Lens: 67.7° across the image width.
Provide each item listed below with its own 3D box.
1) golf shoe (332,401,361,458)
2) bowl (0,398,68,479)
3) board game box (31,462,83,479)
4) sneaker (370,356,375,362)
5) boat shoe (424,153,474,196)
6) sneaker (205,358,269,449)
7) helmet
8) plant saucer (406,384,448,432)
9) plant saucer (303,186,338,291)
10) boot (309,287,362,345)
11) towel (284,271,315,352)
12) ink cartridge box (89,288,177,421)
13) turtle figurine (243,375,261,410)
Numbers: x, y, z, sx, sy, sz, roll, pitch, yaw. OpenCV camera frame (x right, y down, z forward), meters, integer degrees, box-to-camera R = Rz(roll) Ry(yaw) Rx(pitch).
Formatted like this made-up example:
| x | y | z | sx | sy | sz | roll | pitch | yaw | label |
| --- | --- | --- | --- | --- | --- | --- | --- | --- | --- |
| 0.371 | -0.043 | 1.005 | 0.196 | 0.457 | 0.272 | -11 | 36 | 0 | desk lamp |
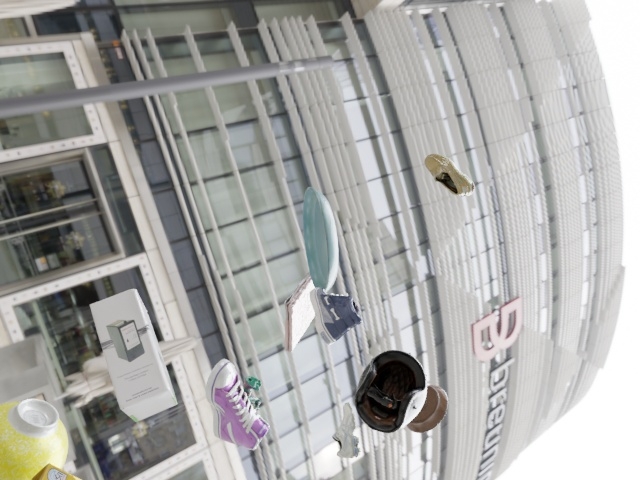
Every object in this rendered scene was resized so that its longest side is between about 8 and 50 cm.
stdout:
| x | y | z | sx | sy | sz | roll | pitch | yaw | label |
| --- | --- | --- | --- | --- | --- | --- | --- | --- | --- |
| 0.078 | 0.614 | 1.550 | 0.069 | 0.086 | 0.176 | 86 | -2 | -49 | golf shoe |
| -0.833 | 0.544 | 1.341 | 0.289 | 0.289 | 0.156 | 40 | -83 | 41 | bowl |
| -0.512 | 0.666 | 1.037 | 0.316 | 0.064 | 0.242 | 44 | 10 | -24 | board game box |
| 0.227 | 0.527 | 1.873 | 0.053 | 0.061 | 0.152 | -93 | 176 | -76 | sneaker |
| 0.355 | -0.191 | 1.374 | 0.190 | 0.072 | 0.068 | 49 | -38 | 41 | boat shoe |
| -0.205 | 0.439 | 1.261 | 0.161 | 0.102 | 0.282 | 15 | -54 | 24 | sneaker |
| 0.167 | 0.343 | 1.108 | 0.170 | 0.161 | 0.169 | 13 | -63 | 28 | helmet |
| 0.331 | 0.534 | 1.539 | 0.029 | 0.168 | 0.168 | 46 | -22 | -23 | plant saucer |
| 0.000 | 0.000 | 1.396 | 0.317 | 0.044 | 0.317 | 173 | -90 | -78 | plant saucer |
| 0.033 | 0.136 | 0.971 | 0.069 | 0.086 | 0.190 | 56 | 7 | -23 | boot |
| -0.083 | 0.317 | 2.277 | 0.054 | 0.332 | 0.316 | 17 | -50 | 19 | towel |
| -0.462 | 0.288 | 1.193 | 0.272 | 0.115 | 0.198 | 62 | -21 | 22 | ink cartridge box |
| -0.257 | 0.539 | 1.506 | 0.118 | 0.175 | 0.234 | 19 | -54 | 1 | turtle figurine |
